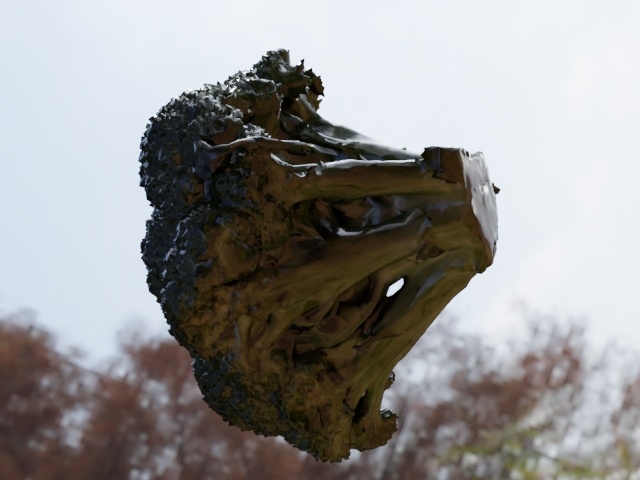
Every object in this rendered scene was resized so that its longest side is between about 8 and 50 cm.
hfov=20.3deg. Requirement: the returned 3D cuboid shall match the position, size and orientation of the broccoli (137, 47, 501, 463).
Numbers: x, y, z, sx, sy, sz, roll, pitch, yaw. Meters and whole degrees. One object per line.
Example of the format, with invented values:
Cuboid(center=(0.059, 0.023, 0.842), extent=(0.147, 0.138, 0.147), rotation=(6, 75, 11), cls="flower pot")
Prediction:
Cuboid(center=(0.000, 0.000, 1.408), extent=(0.304, 0.283, 0.321), rotation=(-74, -35, -55), cls="broccoli")
